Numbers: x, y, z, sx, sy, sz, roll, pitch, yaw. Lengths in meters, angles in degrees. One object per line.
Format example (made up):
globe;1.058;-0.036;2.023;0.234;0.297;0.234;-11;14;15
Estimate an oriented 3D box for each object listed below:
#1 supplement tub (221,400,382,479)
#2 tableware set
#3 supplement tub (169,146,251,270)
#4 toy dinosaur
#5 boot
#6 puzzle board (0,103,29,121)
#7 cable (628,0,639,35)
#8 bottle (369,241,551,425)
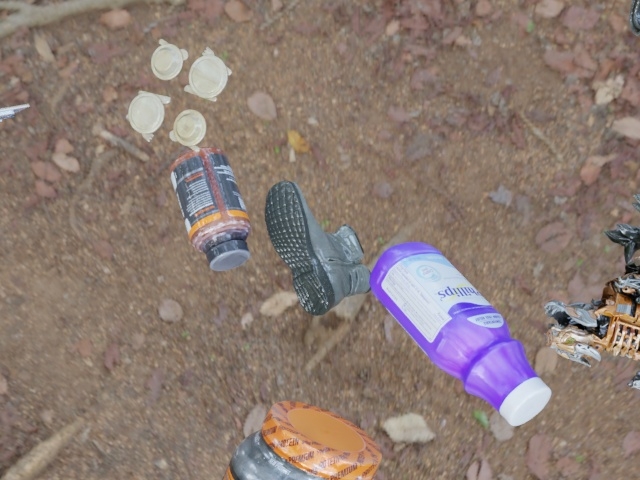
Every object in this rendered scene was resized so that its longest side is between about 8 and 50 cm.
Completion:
supplement tub;-0.056;0.403;1.192;0.207;0.207;0.338;26;99;13
tableware set;-0.215;-0.219;1.339;0.141;0.020;0.169;27;100;18
supplement tub;-0.179;-0.051;1.478;0.106;0.106;0.198;-18;67;-6
toy dinosaur;0.428;0.069;1.066;0.322;0.164;0.218;3;69;-21
boot;0.000;0.000;1.555;0.161;0.083;0.247;-28;102;-51
puzzle board;-0.462;-0.158;1.172;0.128;0.096;0.011;-20;100;-39
cable;0.508;-0.449;1.319;0.072;0.287;0.139;-3;49;-22
bottle;0.183;0.118;1.163;0.118;0.092;0.283;-1;39;-40
